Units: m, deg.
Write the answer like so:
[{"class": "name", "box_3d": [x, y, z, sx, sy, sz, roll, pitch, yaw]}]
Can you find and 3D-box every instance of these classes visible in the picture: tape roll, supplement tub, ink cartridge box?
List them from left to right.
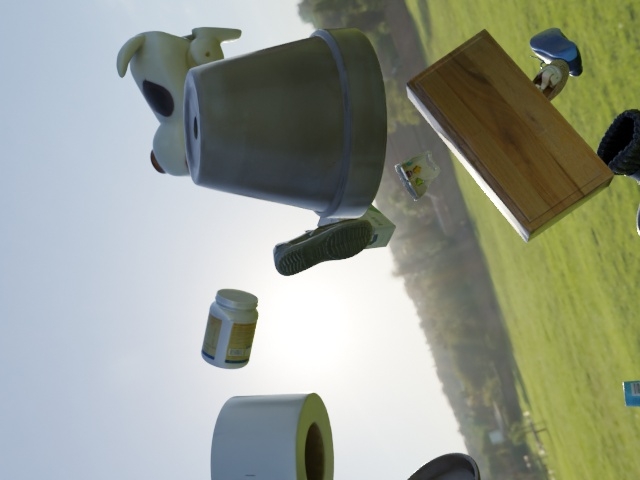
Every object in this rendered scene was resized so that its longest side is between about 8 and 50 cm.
[{"class": "supplement tub", "box_3d": [-0.254, 0.249, 2.136, 0.144, 0.144, 0.200, -73, -4, -78]}, {"class": "tape roll", "box_3d": [-0.086, 0.417, 1.441, 0.246, 0.169, 0.246, -6, -90, -73]}, {"class": "ink cartridge box", "box_3d": [0.119, -0.047, 2.510, 0.212, 0.093, 0.154, -5, -140, -42]}]

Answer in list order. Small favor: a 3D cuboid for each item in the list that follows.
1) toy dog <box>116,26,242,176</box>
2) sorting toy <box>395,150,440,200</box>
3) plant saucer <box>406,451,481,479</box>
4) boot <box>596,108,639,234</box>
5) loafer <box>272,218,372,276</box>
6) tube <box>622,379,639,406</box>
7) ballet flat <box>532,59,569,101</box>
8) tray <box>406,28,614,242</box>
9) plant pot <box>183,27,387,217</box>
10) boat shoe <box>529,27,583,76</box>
[{"class": "toy dog", "box_3d": [-0.375, -0.381, 2.128, 0.395, 0.284, 0.408, -23, -72, -62]}, {"class": "sorting toy", "box_3d": [0.190, -0.134, 1.442, 0.083, 0.075, 0.045, 59, 180, -26]}, {"class": "plant saucer", "box_3d": [0.256, 0.601, 1.704, 0.041, 0.278, 0.278, 47, -167, -13]}, {"class": "boot", "box_3d": [0.798, -0.148, 1.864, 0.131, 0.260, 0.348, -139, 53, -59]}, {"class": "loafer", "box_3d": [0.000, 0.000, 1.705, 0.087, 0.251, 0.094, -134, 33, -52]}, {"class": "tube", "box_3d": [0.742, 0.317, 1.566, 0.052, 0.207, 0.080, 11, -105, -68]}, {"class": "ballet flat", "box_3d": [0.517, -0.354, 1.757, 0.073, 0.206, 0.067, 31, 168, 22]}, {"class": "tray", "box_3d": [0.376, -0.220, 1.532, 0.411, 0.202, 0.076, 55, 179, 20]}, {"class": "plant pot", "box_3d": [-0.077, -0.189, 1.258, 0.323, 0.280, 0.323, 175, 90, -72]}, {"class": "boat shoe", "box_3d": [0.626, -0.494, 2.014, 0.089, 0.109, 0.258, 53, -160, -25]}]
